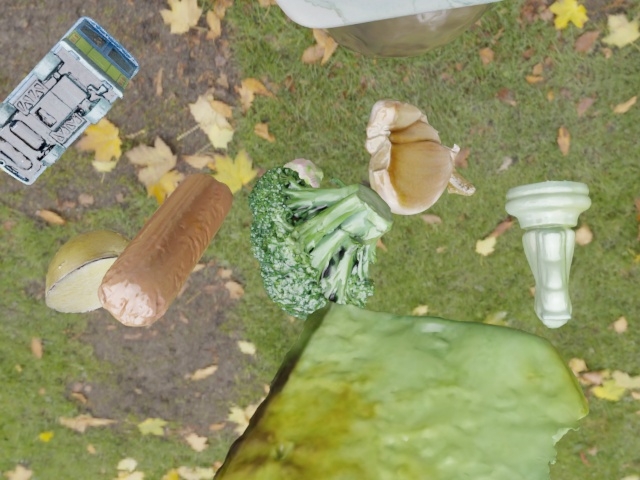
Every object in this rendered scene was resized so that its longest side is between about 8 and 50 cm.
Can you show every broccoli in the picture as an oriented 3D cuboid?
[{"bbox_3d":[0.000,0.000,0.998,0.269,0.261,0.241,38,123,-21],"label":"broccoli"}]

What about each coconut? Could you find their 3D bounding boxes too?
[{"bbox_3d":[-0.034,-0.125,1.277,0.081,0.082,0.083,-10,135,6],"label":"coconut"}]

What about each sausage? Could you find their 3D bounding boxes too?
[{"bbox_3d":[-0.194,0.002,0.847,0.086,0.289,0.086,8,128,11],"label":"sausage"}]

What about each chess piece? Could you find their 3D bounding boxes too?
[{"bbox_3d":[0.476,0.031,1.338,0.176,0.298,0.176,0,174,0],"label":"chess piece"}]

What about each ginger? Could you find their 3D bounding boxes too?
[{"bbox_3d":[0.324,-0.160,1.602,0.057,0.044,0.137,-41,85,2],"label":"ginger"}]

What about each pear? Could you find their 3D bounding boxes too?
[{"bbox_3d":[0.045,0.213,0.367,0.176,0.286,0.281,9,125,21],"label":"pear"}]

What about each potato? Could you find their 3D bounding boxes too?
[{"bbox_3d":[-0.423,0.040,1.208,0.202,0.117,0.182,-33,155,10],"label":"potato"}]

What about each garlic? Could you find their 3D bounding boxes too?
[{"bbox_3d":[0.168,-0.159,1.280,0.228,0.217,0.110,6,177,-40],"label":"garlic"}]

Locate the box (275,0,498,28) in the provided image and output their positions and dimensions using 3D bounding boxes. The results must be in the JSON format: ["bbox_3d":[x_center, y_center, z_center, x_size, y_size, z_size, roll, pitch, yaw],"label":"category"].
[{"bbox_3d":[-0.005,-0.171,0.235,0.142,0.044,0.285,1,166,25],"label":"box"}]

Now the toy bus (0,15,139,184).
[{"bbox_3d":[-0.530,-0.277,1.299,0.312,0.190,0.152,-36,119,21],"label":"toy bus"}]

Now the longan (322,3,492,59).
[{"bbox_3d":[0.126,-0.514,0.975,0.404,0.435,0.404,8,166,2],"label":"longan"}]
